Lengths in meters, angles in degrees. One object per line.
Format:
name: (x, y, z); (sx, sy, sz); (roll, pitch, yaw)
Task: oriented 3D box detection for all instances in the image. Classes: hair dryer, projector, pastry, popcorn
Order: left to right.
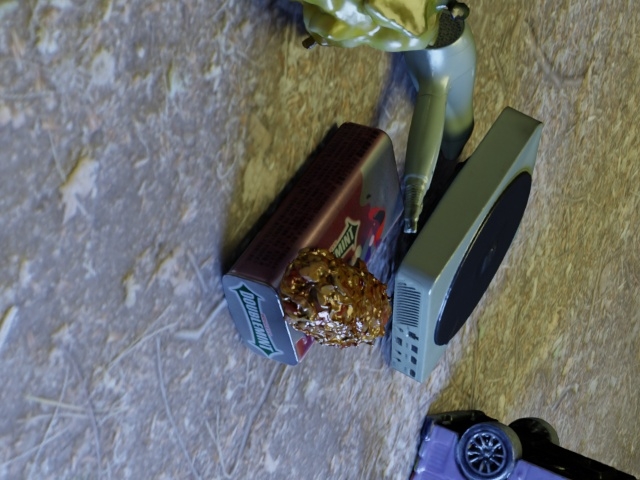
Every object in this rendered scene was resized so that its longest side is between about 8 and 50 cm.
pastry: (0.023, 0.056, 1.096); (0.169, 0.063, 0.087); (16, 87, -62)
popcorn: (0.055, -0.246, 1.023); (0.218, 0.169, 0.189); (-5, 108, -53)
hair dryer: (0.119, -0.097, 1.282); (0.206, 0.075, 0.237); (70, 30, -56)
projector: (0.160, 0.007, 1.413); (0.259, 0.079, 0.257); (-55, 161, -25)

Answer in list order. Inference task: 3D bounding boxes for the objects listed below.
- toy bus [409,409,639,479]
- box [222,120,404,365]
toy bus: (0.336, 0.399, 1.594); (0.209, 0.440, 0.249); (11, 97, -62)
box: (0.000, 0.000, 1.166); (0.224, 0.069, 0.120); (-54, 146, -31)
